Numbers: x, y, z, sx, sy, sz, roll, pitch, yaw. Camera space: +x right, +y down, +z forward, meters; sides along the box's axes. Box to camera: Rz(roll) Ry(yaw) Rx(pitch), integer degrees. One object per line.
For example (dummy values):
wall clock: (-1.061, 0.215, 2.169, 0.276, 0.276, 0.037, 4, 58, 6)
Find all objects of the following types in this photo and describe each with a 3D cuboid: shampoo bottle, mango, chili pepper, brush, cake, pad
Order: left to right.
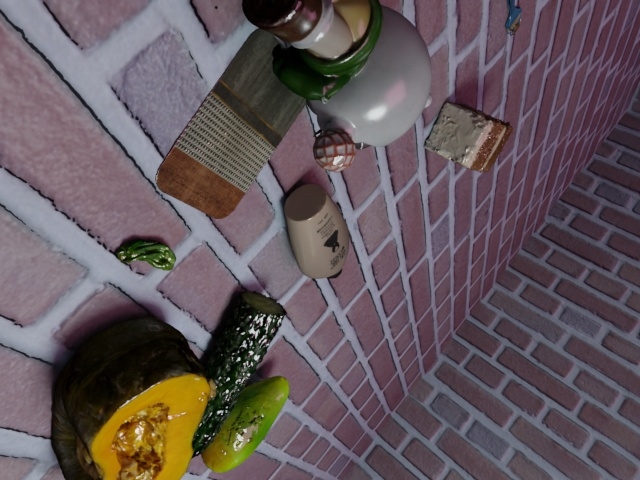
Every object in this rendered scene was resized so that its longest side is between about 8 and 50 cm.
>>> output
chili pepper: (-0.226, 0.019, 0.673, 0.034, 0.030, 0.091, -36, 153, 17)
pad: (-0.123, -0.158, 0.616, 0.249, 0.055, 0.323, -56, 169, 1)
mango: (-0.158, 0.374, 1.060, 0.233, 0.111, 0.125, -47, 155, -18)
shampoo bottle: (0.000, 0.000, 0.943, 0.127, 0.078, 0.256, -51, 154, -16)
cake: (0.337, -0.239, 1.154, 0.147, 0.135, 0.134, 3, 118, -52)
brush: (0.423, -0.517, 1.114, 0.051, 0.014, 0.164, -57, 150, 1)

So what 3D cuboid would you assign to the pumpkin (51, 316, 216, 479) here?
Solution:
pumpkin: (-0.263, 0.260, 0.753, 0.222, 0.139, 0.316, -18, 133, -45)

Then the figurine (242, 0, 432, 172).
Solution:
figurine: (0.036, -0.228, 0.621, 0.370, 0.168, 0.281, 14, 78, -65)

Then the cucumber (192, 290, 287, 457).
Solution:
cucumber: (-0.182, 0.263, 0.925, 0.096, 0.096, 0.359, 11, 109, -59)
